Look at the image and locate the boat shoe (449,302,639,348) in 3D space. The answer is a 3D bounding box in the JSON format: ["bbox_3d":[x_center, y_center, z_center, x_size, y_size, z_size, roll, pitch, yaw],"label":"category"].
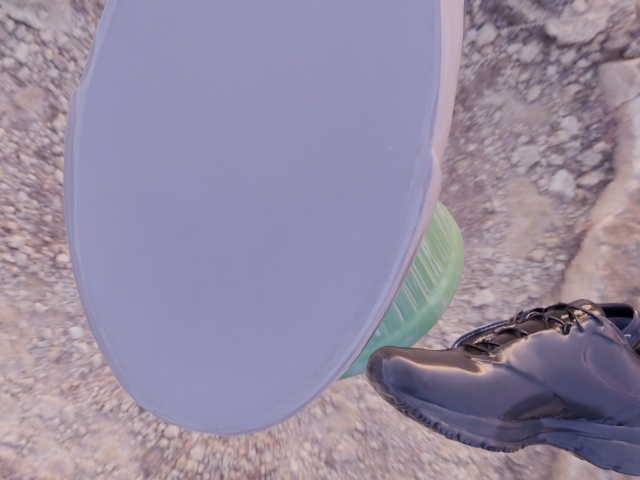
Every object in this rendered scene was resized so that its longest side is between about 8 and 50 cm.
[{"bbox_3d":[0.233,0.102,1.243,0.228,0.076,0.080,-5,50,30],"label":"boat shoe"}]

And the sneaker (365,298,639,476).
[{"bbox_3d":[0.168,0.103,0.941,0.286,0.109,0.130,12,94,-26],"label":"sneaker"}]

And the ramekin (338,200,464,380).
[{"bbox_3d":[0.000,0.000,1.363,0.303,0.303,0.148,-31,130,-4],"label":"ramekin"}]

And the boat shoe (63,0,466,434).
[{"bbox_3d":[0.005,-0.110,0.420,0.127,0.158,0.340,14,105,12],"label":"boat shoe"}]
